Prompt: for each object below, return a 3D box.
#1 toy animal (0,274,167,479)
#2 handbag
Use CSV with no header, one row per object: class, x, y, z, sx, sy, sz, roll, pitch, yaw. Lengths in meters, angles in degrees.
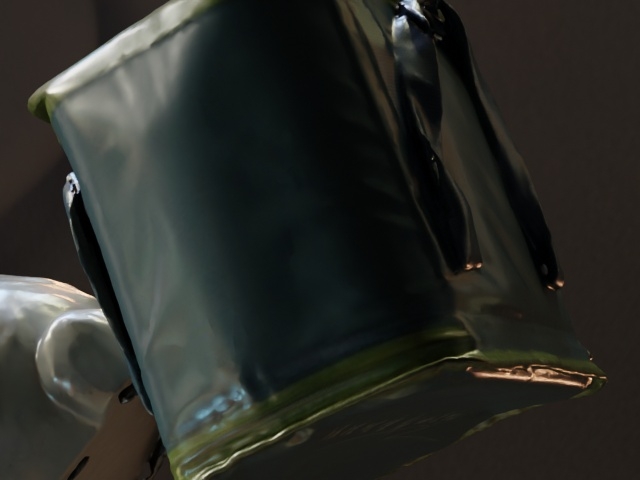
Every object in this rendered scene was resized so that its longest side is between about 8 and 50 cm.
toy animal,-0.269,0.060,1.146,0.357,0.258,0.194,38,-152,13
handbag,0.000,0.000,0.919,0.222,0.263,0.241,-27,-109,21
